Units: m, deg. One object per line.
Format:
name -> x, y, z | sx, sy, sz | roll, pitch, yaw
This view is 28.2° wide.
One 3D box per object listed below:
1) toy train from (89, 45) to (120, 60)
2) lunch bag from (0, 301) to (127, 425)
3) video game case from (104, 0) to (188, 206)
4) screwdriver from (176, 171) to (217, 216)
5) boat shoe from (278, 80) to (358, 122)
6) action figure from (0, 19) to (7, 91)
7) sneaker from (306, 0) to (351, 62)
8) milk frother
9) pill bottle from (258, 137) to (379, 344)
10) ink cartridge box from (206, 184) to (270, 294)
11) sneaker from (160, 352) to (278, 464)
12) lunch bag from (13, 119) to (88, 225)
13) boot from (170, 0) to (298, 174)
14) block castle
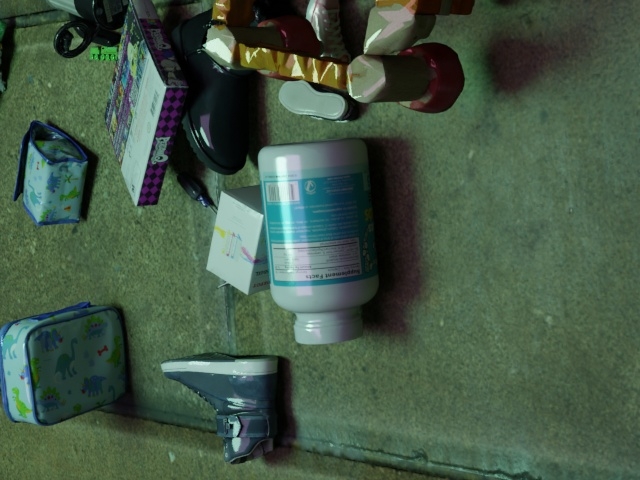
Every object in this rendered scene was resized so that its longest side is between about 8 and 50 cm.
toy train -> -0.341, -0.300, 2.041 | 0.083, 0.017, 0.023 | 7, 92, 42
lunch bag -> -0.414, 0.195, 2.064 | 0.090, 0.219, 0.176 | 1, 100, 37
video game case -> -0.264, -0.204, 1.900 | 0.210, 0.042, 0.232 | 64, 146, 39
screwdriver -> -0.161, -0.042, 1.922 | 0.170, 0.024, 0.025 | 49, 157, 17
boat shoe -> -0.003, -0.187, 1.729 | 0.125, 0.038, 0.046 | 17, 90, 39
action figure -> -0.599, -0.297, 2.253 | 0.137, 0.063, 0.232 | 53, 133, 25
sneaker -> 0.015, -0.269, 1.689 | 0.070, 0.051, 0.134 | 29, 117, 31
milk frother -> -0.384, -0.360, 1.984 | 0.135, 0.143, 0.129 | 25, 119, 38
pill bottle -> 0.000, 0.000, 1.686 | 0.146, 0.146, 0.264 | 1, 99, 43
ink cartridge box -> -0.092, 0.005, 1.812 | 0.090, 0.092, 0.143 | 29, 118, 35
sneaker -> -0.154, 0.252, 1.920 | 0.226, 0.086, 0.163 | -1, 95, 42
lunch bag -> -0.462, -0.115, 2.144 | 0.151, 0.096, 0.128 | 46, 130, 45
boot -> -0.110, -0.237, 1.779 | 0.207, 0.094, 0.246 | -26, 74, 47
block castle -> 0.055, -0.391, 1.491 | 0.303, 0.213, 0.453 | 17, 106, 33
